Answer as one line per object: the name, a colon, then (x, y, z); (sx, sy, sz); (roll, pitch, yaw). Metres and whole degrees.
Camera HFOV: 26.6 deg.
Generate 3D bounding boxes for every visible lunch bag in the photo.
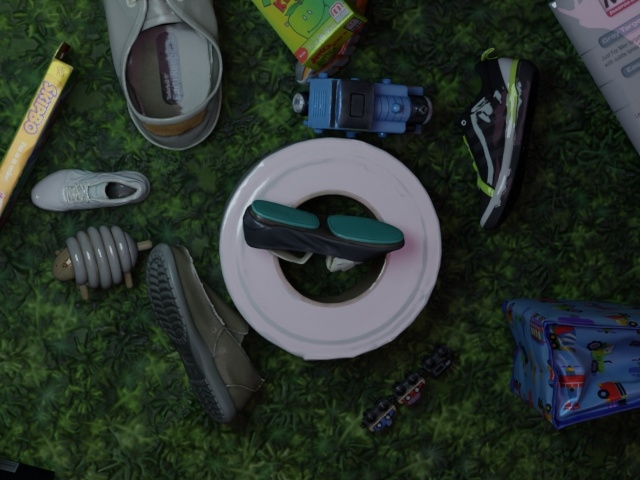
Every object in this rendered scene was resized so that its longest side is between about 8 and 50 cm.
lunch bag: (0.404, 0.134, 1.730); (0.293, 0.221, 0.138); (-7, 95, -5)

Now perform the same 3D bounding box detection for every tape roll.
tape roll: (0.009, 0.009, 1.744); (0.286, 0.100, 0.286); (0, 94, -6)

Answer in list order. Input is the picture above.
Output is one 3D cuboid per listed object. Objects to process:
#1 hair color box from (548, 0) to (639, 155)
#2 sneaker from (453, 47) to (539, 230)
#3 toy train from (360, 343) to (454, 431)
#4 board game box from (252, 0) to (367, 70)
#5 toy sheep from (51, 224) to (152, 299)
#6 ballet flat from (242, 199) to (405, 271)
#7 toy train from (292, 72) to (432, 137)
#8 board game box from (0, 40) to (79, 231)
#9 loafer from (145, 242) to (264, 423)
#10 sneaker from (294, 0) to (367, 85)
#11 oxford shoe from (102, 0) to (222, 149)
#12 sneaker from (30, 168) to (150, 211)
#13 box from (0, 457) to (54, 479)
hair color box: (0.468, -0.198, 1.742); (0.185, 0.113, 0.374); (-31, 97, 16)
sneaker: (0.222, -0.132, 1.777); (0.097, 0.084, 0.234); (11, 92, 18)
toy train: (0.117, 0.200, 1.806); (0.158, 0.027, 0.036); (-42, 108, -2)
board game box: (-0.032, -0.310, 1.691); (0.092, 0.043, 0.181); (-44, 68, 18)
toy sheep: (-0.278, 0.022, 1.726); (0.132, 0.091, 0.091); (-17, 96, -18)
ballet flat: (0.000, 0.000, 1.663); (0.203, 0.074, 0.074); (10, 93, -13)
toy train: (0.058, -0.168, 1.713); (0.184, 0.105, 0.080); (2, 96, -31)
board game box: (-0.362, -0.124, 1.684); (0.039, 0.124, 0.259); (24, 92, -8)
loafer: (-0.148, 0.110, 1.751); (0.087, 0.094, 0.251); (-29, 107, -27)
sneaker: (0.011, -0.302, 1.738); (0.083, 0.084, 0.215); (25, 98, 22)
oxford shoe: (-0.210, -0.335, 1.683); (0.169, 0.130, 0.449); (-11, 94, -3)
sneaker: (-0.295, -0.066, 1.728); (0.152, 0.061, 0.053); (-6, 97, -4)
box: (-0.402, 0.388, 1.651); (0.103, 0.261, 0.184); (16, 93, -7)
